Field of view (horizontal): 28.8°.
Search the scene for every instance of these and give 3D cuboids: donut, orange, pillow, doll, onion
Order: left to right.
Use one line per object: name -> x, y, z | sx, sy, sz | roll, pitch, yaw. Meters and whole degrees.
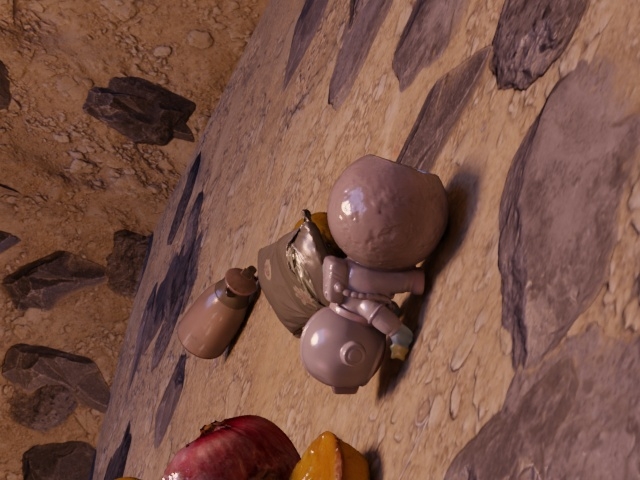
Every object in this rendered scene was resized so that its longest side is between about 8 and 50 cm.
onion -> -0.083, 0.364, 1.560 | 0.120, 0.227, 0.283 | 5, 112, 39
pillow -> -0.035, 0.061, 1.812 | 0.169, 0.059, 0.255 | 64, 158, 4
orange -> 0.000, 0.000, 1.864 | 0.085, 0.085, 0.095 | -69, 20, 8
donut -> 0.008, 0.313, 1.442 | 0.162, 0.065, 0.178 | -40, 32, 56
doll -> 0.054, 0.045, 1.473 | 0.151, 0.151, 0.287 | -133, 60, -75

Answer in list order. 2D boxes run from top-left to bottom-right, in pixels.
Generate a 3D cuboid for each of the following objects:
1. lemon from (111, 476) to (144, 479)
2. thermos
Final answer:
lemon -> -0.369, 0.540, 2.351 | 0.257, 0.188, 0.188 | -26, 46, 63
thermos -> -0.182, 0.124, 2.407 | 0.137, 0.105, 0.193 | -37, -14, -51
